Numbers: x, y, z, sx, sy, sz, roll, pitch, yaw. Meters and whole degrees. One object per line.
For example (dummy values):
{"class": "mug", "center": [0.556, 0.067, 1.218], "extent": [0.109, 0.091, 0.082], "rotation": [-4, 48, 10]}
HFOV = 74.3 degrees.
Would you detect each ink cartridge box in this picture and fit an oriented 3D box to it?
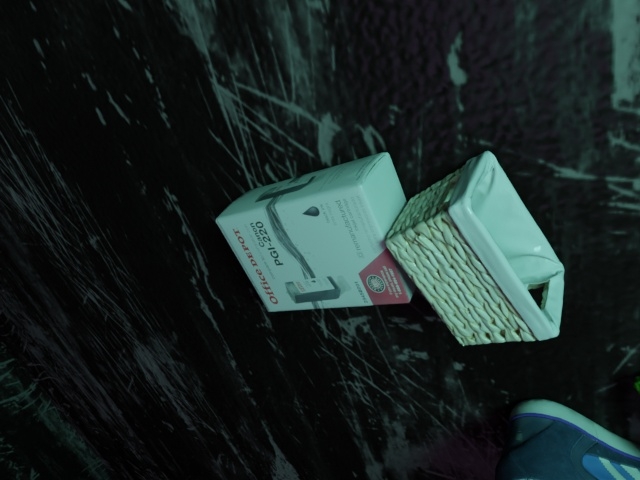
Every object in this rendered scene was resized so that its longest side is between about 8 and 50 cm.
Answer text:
{"class": "ink cartridge box", "center": [0.000, 0.000, 0.531], "extent": [0.218, 0.092, 0.158], "rotation": [-9, 117, 36]}

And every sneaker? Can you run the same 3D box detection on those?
{"class": "sneaker", "center": [0.359, 0.359, 0.491], "extent": [0.323, 0.236, 0.130], "rotation": [27, 132, 10]}

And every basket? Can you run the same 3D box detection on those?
{"class": "basket", "center": [0.161, 0.015, 0.440], "extent": [0.103, 0.113, 0.167], "rotation": [-25, 108, 43]}

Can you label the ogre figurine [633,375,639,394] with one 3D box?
{"class": "ogre figurine", "center": [0.451, 0.204, 0.431], "extent": [0.197, 0.097, 0.118], "rotation": [-8, 101, 16]}
